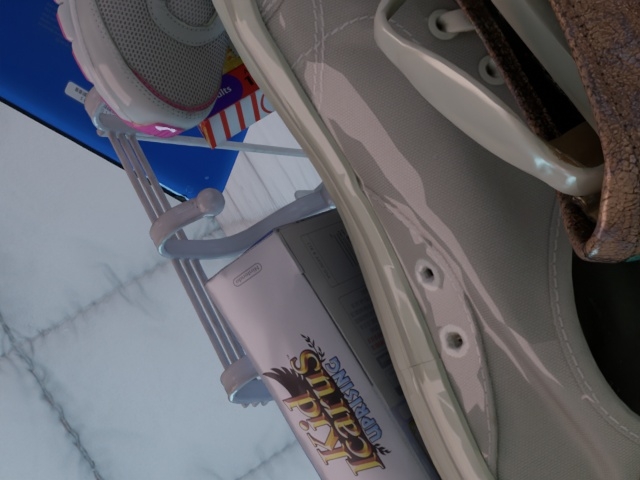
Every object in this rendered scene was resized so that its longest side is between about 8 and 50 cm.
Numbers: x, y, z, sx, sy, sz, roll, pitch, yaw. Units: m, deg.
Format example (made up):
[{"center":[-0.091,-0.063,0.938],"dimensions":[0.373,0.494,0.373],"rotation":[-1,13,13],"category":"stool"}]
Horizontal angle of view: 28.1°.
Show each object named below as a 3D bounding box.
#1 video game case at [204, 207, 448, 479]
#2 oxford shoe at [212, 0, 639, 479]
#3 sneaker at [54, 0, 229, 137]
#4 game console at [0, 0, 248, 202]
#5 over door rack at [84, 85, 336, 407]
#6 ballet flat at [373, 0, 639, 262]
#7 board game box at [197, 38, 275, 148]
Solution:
[{"center":[0.084,0.087,0.710],"dimensions":[0.244,0.061,0.269],"rotation":[57,-151,7],"category":"video game case"},{"center":[0.063,-0.071,0.603],"dimensions":[0.169,0.130,0.449],"rotation":[-17,-100,-52],"category":"oxford shoe"},{"center":[-0.072,-0.184,0.707],"dimensions":[0.111,0.103,0.252],"rotation":[-3,82,45],"category":"sneaker"},{"center":[-0.208,-0.195,1.200],"dimensions":[0.293,0.250,0.173],"rotation":[30,162,-30],"category":"game console"},{"center":[0.000,0.000,0.912],"dimensions":[0.324,0.108,0.239],"rotation":[16,-139,-59],"category":"over door rack"},{"center":[0.051,-0.126,0.485],"dimensions":[0.316,0.106,0.107],"rotation":[56,172,17],"category":"ballet flat"},{"center":[-0.058,-0.176,0.816],"dimensions":[0.193,0.147,0.045],"rotation":[55,172,18],"category":"board game box"}]
